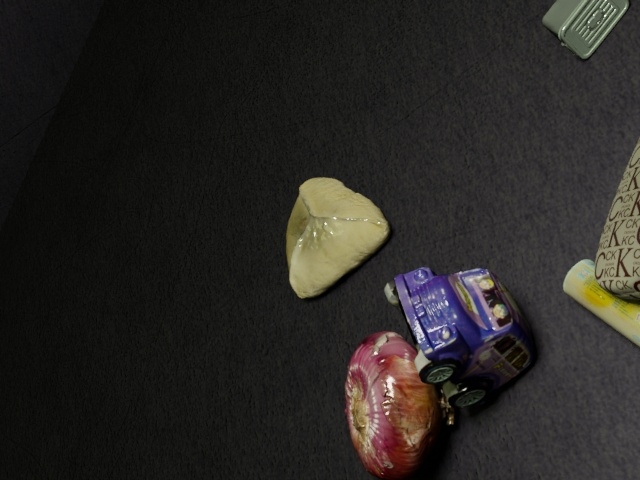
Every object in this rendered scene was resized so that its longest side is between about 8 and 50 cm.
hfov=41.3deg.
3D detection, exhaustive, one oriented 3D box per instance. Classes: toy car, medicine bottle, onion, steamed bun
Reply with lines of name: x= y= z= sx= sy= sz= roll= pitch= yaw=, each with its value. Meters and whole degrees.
toy car: x=0.208 y=0.122 z=1.237 sx=0.158 sy=0.235 sz=0.172 roll=-32 pitch=52 yaw=15
medicine bottle: x=0.427 y=0.103 z=1.143 sx=0.074 sy=0.074 sz=0.218 roll=-57 pitch=42 yaw=9
onion: x=0.128 y=0.251 z=1.317 sx=0.230 sy=0.163 sz=0.230 roll=170 pitch=90 yaw=-78
steamed bun: x=0.000 y=-0.027 z=1.587 sx=0.231 sy=0.110 sz=0.212 roll=-41 pitch=48 yaw=20

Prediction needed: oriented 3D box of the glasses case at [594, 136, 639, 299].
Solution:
glasses case: x=0.466 y=-0.084 z=1.126 sx=0.355 sy=0.085 sz=0.137 roll=-64 pitch=11 yaw=-14

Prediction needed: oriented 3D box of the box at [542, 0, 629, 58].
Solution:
box: x=0.416 y=-0.360 z=1.347 sx=0.122 sy=0.084 sz=0.069 roll=-52 pitch=38 yaw=12
